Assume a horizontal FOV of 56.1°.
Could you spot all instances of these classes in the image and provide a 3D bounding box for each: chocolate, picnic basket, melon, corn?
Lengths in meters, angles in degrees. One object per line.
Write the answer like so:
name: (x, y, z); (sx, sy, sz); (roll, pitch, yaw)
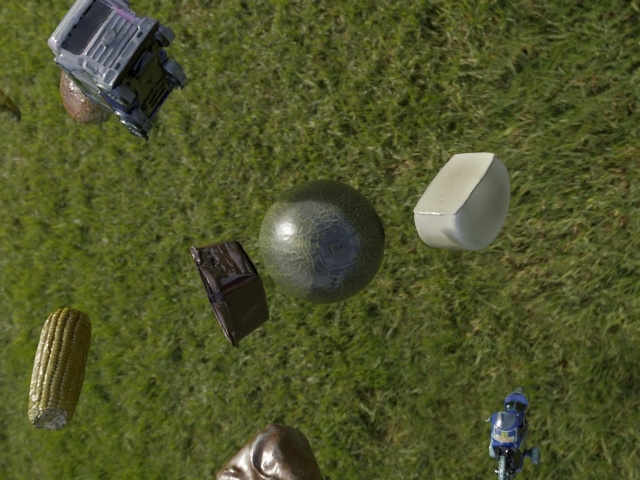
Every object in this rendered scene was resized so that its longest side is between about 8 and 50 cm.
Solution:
chocolate: (-0.064, 0.365, 0.840); (0.148, 0.093, 0.214); (-42, 44, 4)
picnic basket: (-0.229, 0.128, 1.577); (0.222, 0.129, 0.297); (53, 160, 34)
melon: (0.000, 0.000, 1.164); (0.238, 0.302, 0.237); (-1, 94, -11)
corn: (-0.665, 0.320, 1.541); (0.131, 0.131, 0.344); (-51, 34, 27)

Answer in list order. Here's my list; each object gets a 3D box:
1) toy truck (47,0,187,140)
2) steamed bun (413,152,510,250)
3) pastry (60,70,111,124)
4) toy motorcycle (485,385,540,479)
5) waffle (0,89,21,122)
toy truck: (-0.294, -0.253, 0.856); (0.155, 0.268, 0.124); (32, 83, -6)
steamed bun: (0.339, -0.076, 1.394); (0.146, 0.241, 0.164); (5, 137, 47)
pastry: (-0.628, -0.407, 1.613); (0.192, 0.093, 0.182); (21, 115, 42)
toy motorcycle: (0.457, 0.454, 1.430); (0.113, 0.315, 0.168); (-1, 102, 26)
waffle: (-0.671, -0.312, 1.086); (0.250, 0.261, 0.056); (36, 85, 12)
